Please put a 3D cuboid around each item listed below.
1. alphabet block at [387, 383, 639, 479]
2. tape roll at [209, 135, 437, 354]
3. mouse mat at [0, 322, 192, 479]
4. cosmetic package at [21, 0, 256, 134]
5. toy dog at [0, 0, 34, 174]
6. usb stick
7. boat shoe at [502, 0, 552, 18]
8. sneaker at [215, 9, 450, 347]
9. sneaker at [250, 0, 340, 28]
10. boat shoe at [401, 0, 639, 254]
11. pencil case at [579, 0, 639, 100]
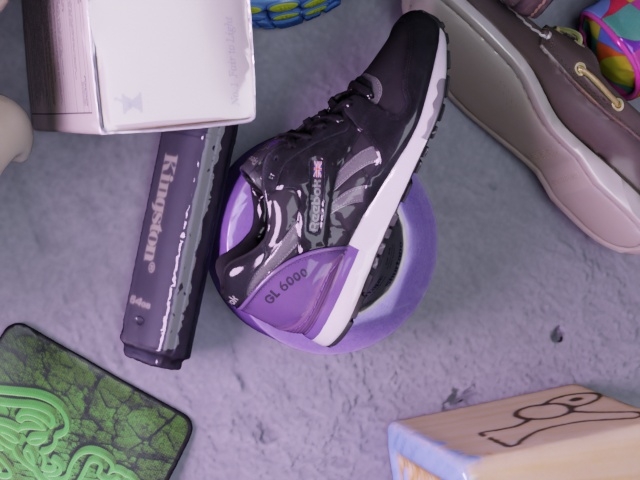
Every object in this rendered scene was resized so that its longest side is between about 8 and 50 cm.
[{"bbox_3d":[0.189,0.248,1.388,0.197,0.192,0.193,-9,99,-16],"label":"alphabet block"},{"bbox_3d":[0.000,0.000,1.360,0.189,0.080,0.189,-2,96,-19],"label":"tape roll"},{"bbox_3d":[-0.215,0.176,1.328,0.190,0.007,0.152,31,74,-18],"label":"mouse mat"},{"bbox_3d":[-0.146,-0.160,1.176,0.113,0.309,0.160,-5,97,-19],"label":"cosmetic package"},{"bbox_3d":[-0.367,-0.144,1.085,0.408,0.285,0.395,-55,142,-9],"label":"toy dog"},{"bbox_3d":[-0.115,-0.033,1.323,0.045,0.077,0.278,9,93,-48],"label":"usb stick"},{"bbox_3d":[0.292,-0.303,1.363,0.130,0.132,0.355,43,68,0],"label":"boat shoe"},{"bbox_3d":[0.007,-0.065,1.263,0.124,0.107,0.283,22,88,-13],"label":"sneaker"},{"bbox_3d":[-0.001,-0.241,1.355,0.188,0.067,0.078,-30,83,-12],"label":"sneaker"},{"bbox_3d":[0.205,-0.129,1.402,0.324,0.116,0.096,45,68,-15],"label":"boat shoe"},{"bbox_3d":[0.344,-0.224,1.448,0.236,0.104,0.104,-34,104,-15],"label":"pencil case"}]
